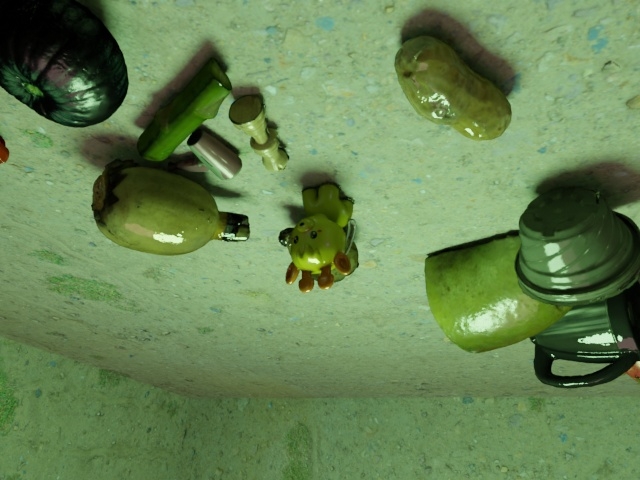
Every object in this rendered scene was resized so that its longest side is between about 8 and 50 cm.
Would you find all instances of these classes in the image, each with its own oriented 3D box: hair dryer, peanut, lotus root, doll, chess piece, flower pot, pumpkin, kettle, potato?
[{"bbox_3d":[-0.231,-0.147,1.040,0.154,0.054,0.106,-10,145,38],"label":"hair dryer"},{"bbox_3d":[0.187,-0.206,0.788,0.214,0.099,0.099,18,152,-34],"label":"peanut"},{"bbox_3d":[-0.001,0.019,1.236,0.138,0.138,0.214,-16,146,37],"label":"lotus root"},{"bbox_3d":[-0.289,-0.050,1.110,0.310,0.182,0.183,14,154,-30],"label":"lotus root"},{"bbox_3d":[0.000,0.000,1.094,0.143,0.220,0.135,-12,145,27],"label":"doll"},{"bbox_3d":[-0.095,-0.170,0.953,0.060,0.060,0.172,-2,155,16],"label":"chess piece"},{"bbox_3d":[0.452,-0.006,1.018,0.236,0.235,0.140,-12,126,32],"label":"flower pot"},{"bbox_3d":[-0.356,-0.247,0.759,0.202,0.140,0.202,19,156,9],"label":"pumpkin"},{"bbox_3d":[0.646,0.227,1.379,0.271,0.250,0.207,-16,163,42],"label":"kettle"},{"bbox_3d":[0.448,0.130,1.266,0.330,0.212,0.280,17,152,-25],"label":"potato"}]

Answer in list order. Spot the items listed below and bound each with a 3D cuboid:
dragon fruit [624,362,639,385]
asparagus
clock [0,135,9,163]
[{"bbox_3d":[0.945,0.290,1.506,0.307,0.243,0.227,-25,135,-21],"label":"dragon fruit"},{"bbox_3d":[-0.219,-0.204,0.907,0.067,0.060,0.278,43,140,-22],"label":"asparagus"},{"bbox_3d":[-0.654,-0.201,1.008,0.113,0.061,0.155,-2,149,16],"label":"clock"}]
